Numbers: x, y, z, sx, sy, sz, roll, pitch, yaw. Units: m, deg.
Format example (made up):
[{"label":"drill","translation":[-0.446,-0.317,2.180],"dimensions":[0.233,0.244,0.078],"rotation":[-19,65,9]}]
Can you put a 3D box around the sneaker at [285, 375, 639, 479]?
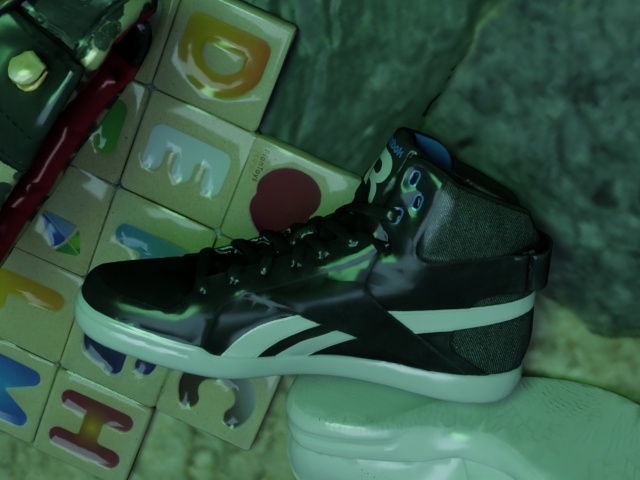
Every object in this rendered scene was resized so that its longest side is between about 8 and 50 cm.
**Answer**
[{"label":"sneaker","translation":[0.087,0.121,0.678],"dimensions":[0.212,0.080,0.094],"rotation":[11,125,16]}]

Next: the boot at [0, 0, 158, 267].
[{"label":"boot","translation":[-0.193,-0.169,0.569],"dimensions":[0.284,0.138,0.377],"rotation":[36,118,-2]}]

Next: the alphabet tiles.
[{"label":"alphabet tiles","translation":[-0.163,-0.028,0.701],"dimensions":[0.343,0.011,0.285],"rotation":[24,114,2]}]

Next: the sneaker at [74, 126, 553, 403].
[{"label":"sneaker","translation":[0.000,0.000,0.631],"dimensions":[0.217,0.079,0.121],"rotation":[8,112,-10]}]
